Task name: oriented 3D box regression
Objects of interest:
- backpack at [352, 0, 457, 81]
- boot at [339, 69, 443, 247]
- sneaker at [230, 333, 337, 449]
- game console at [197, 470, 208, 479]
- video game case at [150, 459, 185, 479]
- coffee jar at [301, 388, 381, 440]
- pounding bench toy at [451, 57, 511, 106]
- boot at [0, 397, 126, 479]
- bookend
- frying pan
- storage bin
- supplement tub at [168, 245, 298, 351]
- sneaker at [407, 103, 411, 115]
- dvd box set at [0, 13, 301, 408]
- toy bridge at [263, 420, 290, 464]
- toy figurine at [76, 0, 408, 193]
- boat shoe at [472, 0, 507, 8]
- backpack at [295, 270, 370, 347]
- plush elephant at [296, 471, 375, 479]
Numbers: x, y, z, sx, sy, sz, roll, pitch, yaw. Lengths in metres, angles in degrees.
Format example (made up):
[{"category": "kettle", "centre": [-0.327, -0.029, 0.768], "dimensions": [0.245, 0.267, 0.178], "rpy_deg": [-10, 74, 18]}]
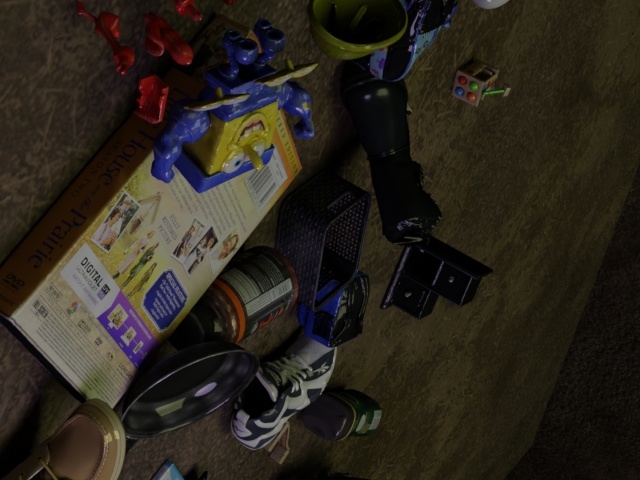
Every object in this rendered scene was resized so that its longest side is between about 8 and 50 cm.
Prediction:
[{"category": "backpack", "centre": [0.095, -0.302, 1.572], "dimensions": [0.117, 0.158, 0.173], "rpy_deg": [-31, 147, -38]}, {"category": "boot", "centre": [0.107, -0.113, 1.760], "dimensions": [0.094, 0.207, 0.246], "rpy_deg": [-16, 159, 5]}, {"category": "sneaker", "centre": [-0.059, 0.218, 1.949], "dimensions": [0.235, 0.094, 0.153], "rpy_deg": [-42, 162, -15]}, {"category": "game console", "centre": [-0.197, 0.446, 1.947], "dimensions": [0.071, 0.107, 0.122], "rpy_deg": [-18, 151, -19]}, {"category": "video game case", "centre": [-0.268, 0.424, 1.863], "dimensions": [0.166, 0.015, 0.119], "rpy_deg": [-52, 156, -20]}, {"category": "coffee jar", "centre": [0.039, 0.326, 2.282], "dimensions": [0.079, 0.096, 0.184], "rpy_deg": [-65, 156, 5]}, {"category": "pounding bench toy", "centre": [0.277, -0.264, 2.089], "dimensions": [0.065, 0.083, 0.052], "rpy_deg": [-40, 150, -42]}, {"category": "boot", "centre": [-0.351, 0.300, 1.403], "dimensions": [0.262, 0.095, 0.203], "rpy_deg": [-49, 163, 30]}, {"category": "bookend", "centre": [0.217, 0.091, 2.294], "dimensions": [0.072, 0.156, 0.157], "rpy_deg": [-17, 134, -59]}, {"category": "frying pan", "centre": [-0.204, 0.230, 1.608], "dimensions": [0.197, 0.053, 0.326], "rpy_deg": [-6, 146, -44]}, {"category": "storage bin", "centre": [0.000, 0.000, 1.829], "dimensions": [0.122, 0.084, 0.180], "rpy_deg": [-39, 148, -41]}, {"category": "supplement tub", "centre": [-0.124, 0.085, 1.645], "dimensions": [0.198, 0.106, 0.106], "rpy_deg": [-30, 143, -49]}, {"category": "sneaker", "centre": [0.097, -0.216, 1.845], "dimensions": [0.109, 0.040, 0.044], "rpy_deg": [14, 61, -56]}, {"category": "dvd box set", "centre": [-0.191, -0.020, 1.437], "dimensions": [0.420, 0.062, 0.308], "rpy_deg": [-53, 156, -16]}, {"category": "toy bridge", "centre": [-0.081, 0.340, 2.138], "dimensions": [0.063, 0.026, 0.188], "rpy_deg": [-55, 157, -14]}, {"category": "toy figurine", "centre": [-0.093, -0.160, 1.305], "dimensions": [0.362, 0.191, 0.217], "rpy_deg": [-30, 152, -41]}, {"category": "boat shoe", "centre": [0.297, -0.484, 1.860], "dimensions": [0.268, 0.096, 0.088], "rpy_deg": [-59, 153, -7]}, {"category": "backpack", "centre": [0.019, 0.097, 1.960], "dimensions": [0.098, 0.101, 0.120], "rpy_deg": [-25, 135, -57]}, {"category": "plush elephant", "centre": [0.037, 0.595, 2.376], "dimensions": [0.330, 0.271, 0.256], "rpy_deg": [125, -29, -84]}]
